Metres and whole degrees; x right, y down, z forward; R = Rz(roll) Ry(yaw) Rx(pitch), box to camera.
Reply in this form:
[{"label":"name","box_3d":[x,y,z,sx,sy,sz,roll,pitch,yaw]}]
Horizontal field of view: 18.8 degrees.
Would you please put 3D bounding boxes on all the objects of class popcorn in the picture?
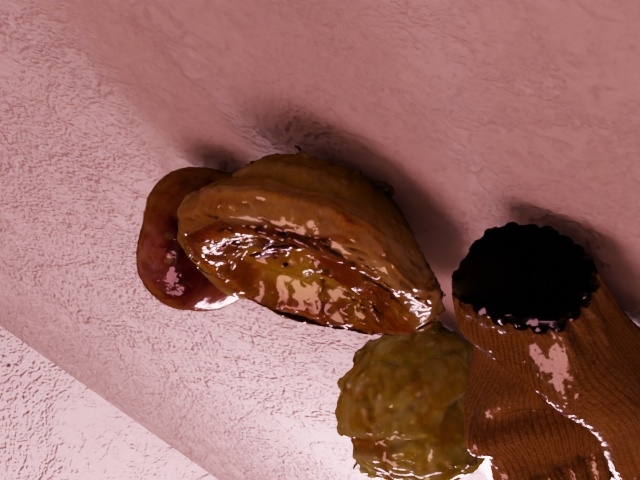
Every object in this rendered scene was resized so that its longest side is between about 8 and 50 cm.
[{"label":"popcorn","box_3d":[0.107,0.178,2.118,0.198,0.198,0.212,39,-166,-17]}]

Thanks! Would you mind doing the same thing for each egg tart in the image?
[{"label":"egg tart","box_3d":[0.000,0.000,1.899,0.290,0.115,0.290,19,162,6]}]

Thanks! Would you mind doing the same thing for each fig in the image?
[{"label":"fig","box_3d":[-0.133,-0.015,2.107,0.159,0.159,0.257,39,-178,-18]}]

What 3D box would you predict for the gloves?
[{"label":"gloves","box_3d":[0.228,0.127,1.796,0.203,0.155,0.356,13,139,30]}]
